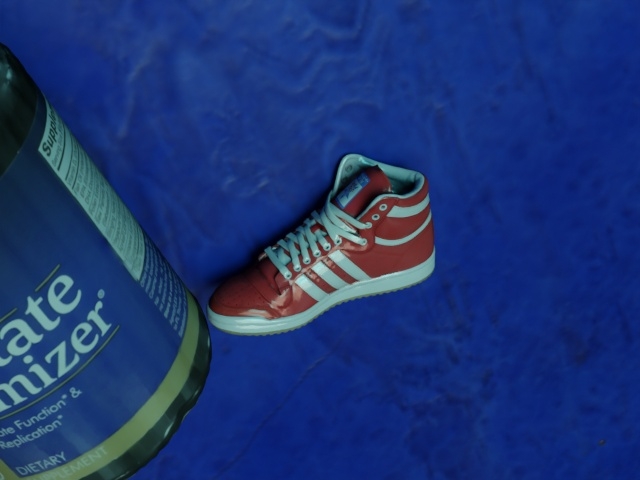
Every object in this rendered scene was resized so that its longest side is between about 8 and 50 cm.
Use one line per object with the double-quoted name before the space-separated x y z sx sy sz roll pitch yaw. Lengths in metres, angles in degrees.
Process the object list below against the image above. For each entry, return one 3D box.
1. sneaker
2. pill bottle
"sneaker" 0.000 0.000 0.656 0.118 0.042 0.067 -18 131 -20
"pill bottle" -0.143 -0.003 0.544 0.123 0.123 0.219 -32 128 1
